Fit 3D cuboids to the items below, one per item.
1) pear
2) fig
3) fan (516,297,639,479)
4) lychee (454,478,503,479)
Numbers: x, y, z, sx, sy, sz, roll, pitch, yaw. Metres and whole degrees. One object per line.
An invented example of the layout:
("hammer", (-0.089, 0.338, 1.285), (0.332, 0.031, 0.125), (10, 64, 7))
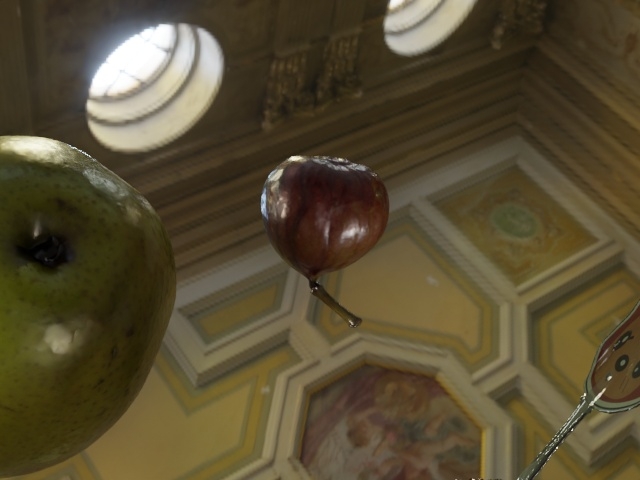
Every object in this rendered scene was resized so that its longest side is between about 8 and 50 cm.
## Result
("pear", (-0.253, 0.048, 0.729), (0.294, 0.294, 0.294), (6, -132, -7))
("fig", (-0.006, -0.011, 1.456), (0.203, 0.250, 0.186), (5, -160, -30))
("fan", (0.199, 0.089, 0.619), (0.009, 0.220, 0.132), (37, -167, 0))
("lychee", (0.190, 0.435, 1.091), (0.264, 0.264, 0.300), (14, -111, 1))
